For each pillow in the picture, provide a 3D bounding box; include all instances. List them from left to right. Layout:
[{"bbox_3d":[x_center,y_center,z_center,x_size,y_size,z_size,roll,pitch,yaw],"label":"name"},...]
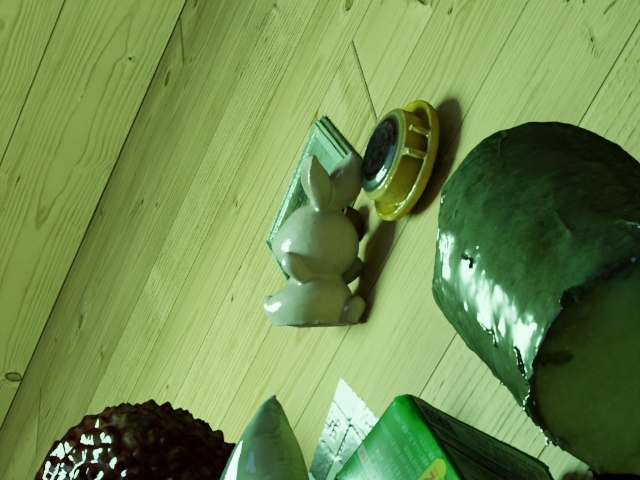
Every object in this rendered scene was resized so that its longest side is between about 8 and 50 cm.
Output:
[{"bbox_3d":[-0.068,0.268,1.282,0.144,0.078,0.254,-103,33,-50],"label":"pillow"}]

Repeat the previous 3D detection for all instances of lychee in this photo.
[{"bbox_3d":[-0.212,0.347,1.858,0.330,0.306,0.306,53,-128,-78],"label":"lychee"}]

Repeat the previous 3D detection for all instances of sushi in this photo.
[{"bbox_3d":[0.022,-0.021,1.897,0.099,0.047,0.050,-9,61,68],"label":"sushi"},{"bbox_3d":[0.056,0.273,1.496,0.192,0.050,0.215,45,125,47],"label":"sushi"}]

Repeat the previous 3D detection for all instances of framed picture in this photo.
[{"bbox_3d":[-0.012,-0.043,2.070,0.274,0.017,0.217,-126,57,-69],"label":"framed picture"}]

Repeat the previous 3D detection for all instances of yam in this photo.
[{"bbox_3d":[0.193,0.035,1.092,0.300,0.195,0.195,-122,53,-67],"label":"yam"}]

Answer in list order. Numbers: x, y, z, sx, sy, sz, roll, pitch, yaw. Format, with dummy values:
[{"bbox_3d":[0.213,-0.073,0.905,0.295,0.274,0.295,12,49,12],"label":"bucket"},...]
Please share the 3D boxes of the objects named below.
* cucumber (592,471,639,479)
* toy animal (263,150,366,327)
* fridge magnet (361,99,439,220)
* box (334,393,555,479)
[{"bbox_3d":[0.225,0.167,1.104,0.284,0.056,0.056,-107,39,-66],"label":"cucumber"},{"bbox_3d":[-0.002,0.000,1.807,0.124,0.124,0.213,180,96,-71],"label":"toy animal"},{"bbox_3d":[0.090,-0.092,1.737,0.143,0.063,0.143,-51,30,45],"label":"fridge magnet"},{"bbox_3d":[0.126,0.228,1.133,0.103,0.180,0.250,-56,22,10],"label":"box"}]
